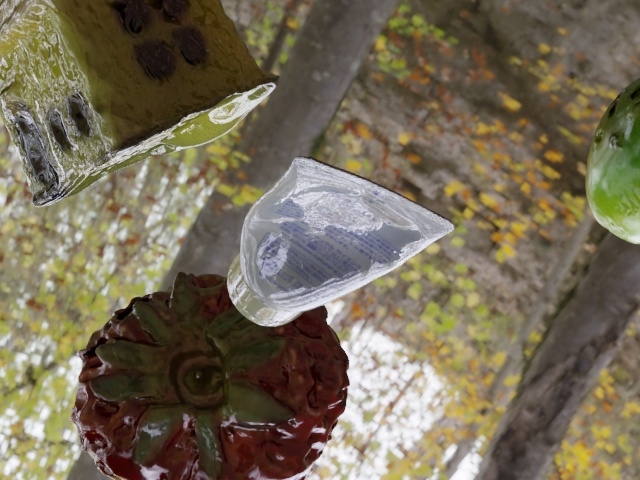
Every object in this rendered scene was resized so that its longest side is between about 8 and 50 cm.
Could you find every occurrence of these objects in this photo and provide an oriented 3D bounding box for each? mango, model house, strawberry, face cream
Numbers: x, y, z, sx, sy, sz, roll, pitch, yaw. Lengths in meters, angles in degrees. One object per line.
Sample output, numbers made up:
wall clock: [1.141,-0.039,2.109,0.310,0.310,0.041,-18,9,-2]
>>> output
mango: [0.286,-0.084,0.890,0.111,0.233,0.125,-27,-108,-30]
model house: [-0.176,-0.173,0.926,0.175,0.193,0.234,-24,-88,-35]
strawberry: [-0.117,0.209,1.395,0.318,0.345,0.295,-28,-122,-9]
face cream: [0.000,0.000,0.830,0.114,0.224,0.070,23,-117,-13]
